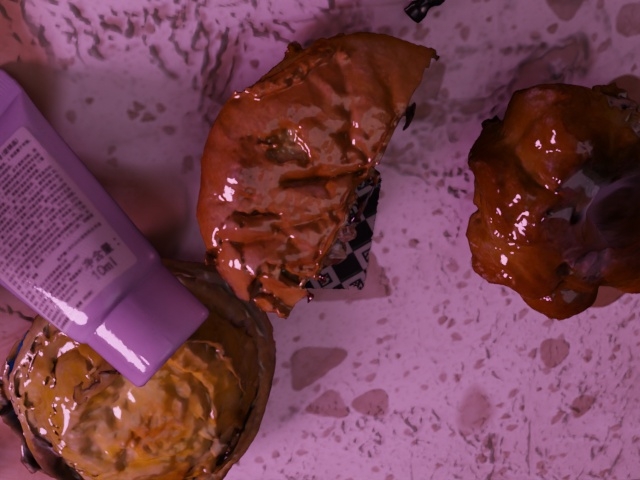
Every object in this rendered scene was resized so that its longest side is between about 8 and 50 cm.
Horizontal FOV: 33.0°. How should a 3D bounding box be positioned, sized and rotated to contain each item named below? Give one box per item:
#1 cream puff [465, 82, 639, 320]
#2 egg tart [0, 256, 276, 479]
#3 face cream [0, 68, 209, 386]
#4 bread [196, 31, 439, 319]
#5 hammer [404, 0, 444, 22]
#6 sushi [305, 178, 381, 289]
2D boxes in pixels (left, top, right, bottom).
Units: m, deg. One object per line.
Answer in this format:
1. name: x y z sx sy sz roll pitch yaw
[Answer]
1. cream puff: 0.250 -0.042 1.034 0.241 0.155 0.269 -27 124 -1
2. egg tart: -0.172 0.151 1.034 0.290 0.107 0.291 -7 118 -14
3. face cream: -0.223 0.002 0.917 0.274 0.096 0.154 44 102 -2
4. bread: -0.020 -0.076 0.927 0.147 0.160 0.261 26 103 -7
5. hammer: 0.051 -0.278 0.922 0.078 0.021 0.201 -44 122 8
6. sushi: 0.000 0.000 1.053 0.120 0.026 0.126 0 117 -19
